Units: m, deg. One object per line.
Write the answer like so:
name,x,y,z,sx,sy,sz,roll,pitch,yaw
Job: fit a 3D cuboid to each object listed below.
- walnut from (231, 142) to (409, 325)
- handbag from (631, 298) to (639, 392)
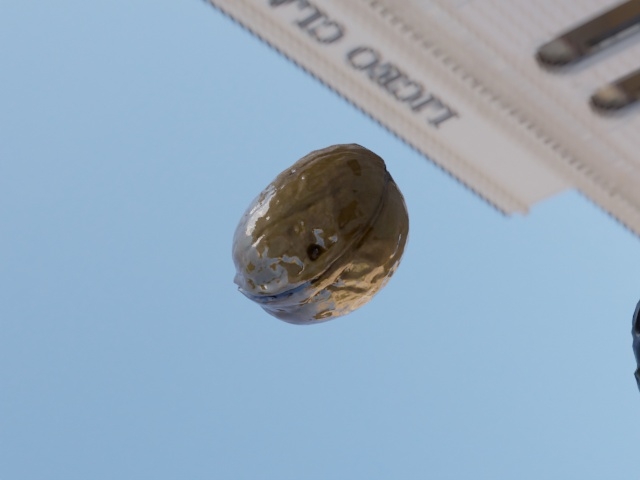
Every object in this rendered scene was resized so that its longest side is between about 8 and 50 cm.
walnut,0.000,0.000,1.332,0.144,0.180,0.144,53,-172,-11
handbag,0.333,0.037,0.850,0.303,0.122,0.329,54,-124,-34
